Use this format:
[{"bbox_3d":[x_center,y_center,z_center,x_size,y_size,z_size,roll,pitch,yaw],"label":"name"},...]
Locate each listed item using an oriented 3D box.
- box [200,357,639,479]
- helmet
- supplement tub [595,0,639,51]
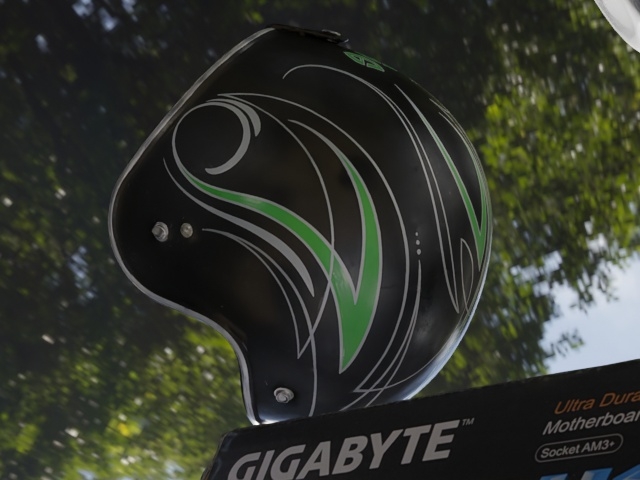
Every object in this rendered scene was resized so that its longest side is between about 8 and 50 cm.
[{"bbox_3d":[0.153,0.139,0.411,0.295,0.293,0.073,-17,-143,41],"label":"box"},{"bbox_3d":[0.000,0.000,0.723,0.161,0.169,0.169,40,-95,8],"label":"helmet"},{"bbox_3d":[0.200,-0.177,0.700,0.190,0.117,0.117,-32,-114,5],"label":"supplement tub"}]
